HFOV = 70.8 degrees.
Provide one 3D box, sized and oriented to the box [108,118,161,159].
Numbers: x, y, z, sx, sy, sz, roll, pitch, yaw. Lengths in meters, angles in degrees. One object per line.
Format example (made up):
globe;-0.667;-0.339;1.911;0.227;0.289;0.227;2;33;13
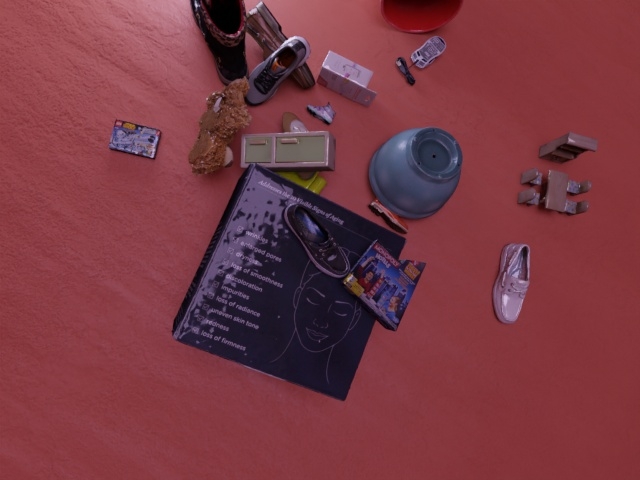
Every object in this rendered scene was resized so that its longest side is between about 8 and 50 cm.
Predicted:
box;-0.574;-0.313;1.395;0.137;0.027;0.094;13;83;-8

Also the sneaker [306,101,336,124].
sneaker;0.007;-0.440;1.504;0.098;0.038;0.069;32;78;-14

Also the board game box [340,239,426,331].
board game box;0.175;0.099;1.173;0.194;0.060;0.194;44;74;-12

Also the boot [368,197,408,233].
boot;0.244;-0.093;1.495;0.158;0.059;0.084;43;74;-2

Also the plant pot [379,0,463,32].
plant pot;0.333;-0.887;1.507;0.275;0.275;0.243;4;73;-9

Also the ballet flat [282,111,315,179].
ballet flat;-0.056;-0.306;1.406;0.080;0.073;0.232;-15;84;-34

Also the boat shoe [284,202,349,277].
boat shoe;0.000;0.000;1.110;0.080;0.076;0.228;-38;99;-16

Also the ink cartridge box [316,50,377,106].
ink cartridge box;0.096;-0.530;1.486;0.198;0.115;0.067;25;80;-7

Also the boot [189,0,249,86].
boot;-0.309;-0.690;1.349;0.138;0.284;0.377;-16;88;-10

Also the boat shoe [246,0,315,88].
boat shoe;-0.137;-0.616;1.473;0.104;0.111;0.307;-34;96;15

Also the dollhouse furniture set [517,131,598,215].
dollhouse furniture set;0.837;-0.224;1.552;0.212;0.161;0.242;12;82;-8

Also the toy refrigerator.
toy refrigerator;-0.096;-0.260;1.331;0.269;0.094;0.102;2;90;16

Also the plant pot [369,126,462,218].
plant pot;0.326;-0.237;1.427;0.293;0.196;0.293;4;73;-14

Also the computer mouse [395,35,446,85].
computer mouse;0.359;-0.639;1.581;0.193;0.042;0.106;-38;86;-6

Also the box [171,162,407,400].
box;-0.091;0.116;1.264;0.480;0.297;0.472;26;81;-16

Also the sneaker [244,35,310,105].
sneaker;-0.152;-0.523;1.399;0.271;0.108;0.100;-37;104;29

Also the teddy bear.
teddy bear;-0.290;-0.339;1.348;0.245;0.113;0.338;-28;47;26

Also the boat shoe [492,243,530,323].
boat shoe;0.652;0.143;1.515;0.098;0.096;0.277;9;83;-9

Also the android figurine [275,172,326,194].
android figurine;-0.109;-0.216;1.450;0.248;0.056;0.273;39;78;-4
